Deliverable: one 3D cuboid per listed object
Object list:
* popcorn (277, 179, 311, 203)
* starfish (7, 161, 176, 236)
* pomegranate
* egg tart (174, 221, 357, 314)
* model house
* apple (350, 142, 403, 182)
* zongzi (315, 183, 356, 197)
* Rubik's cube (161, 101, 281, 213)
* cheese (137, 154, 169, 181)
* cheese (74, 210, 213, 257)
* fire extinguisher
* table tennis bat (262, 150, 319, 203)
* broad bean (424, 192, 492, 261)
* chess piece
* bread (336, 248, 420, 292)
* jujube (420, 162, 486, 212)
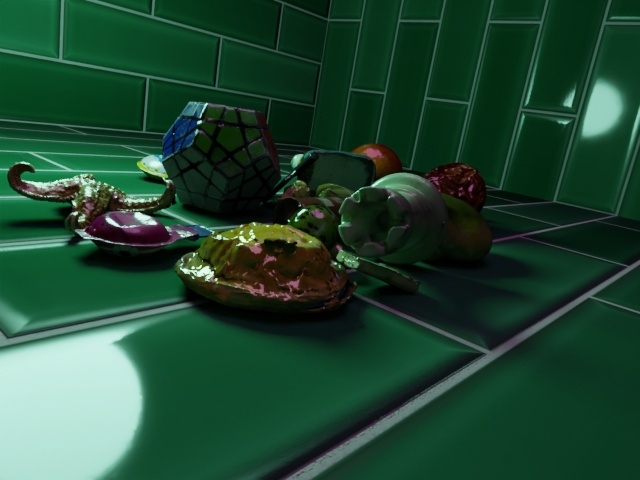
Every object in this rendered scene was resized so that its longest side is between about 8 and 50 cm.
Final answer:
[{"bbox_3d":[-0.072,-0.117,1.430,0.097,0.089,0.109,-40,22,-20],"label":"popcorn"},{"bbox_3d":[-0.439,-0.087,1.022,0.304,0.112,0.312,9,11,0],"label":"starfish"},{"bbox_3d":[0.000,0.000,0.974,0.161,0.122,0.122,41,19,5],"label":"pomegranate"},{"bbox_3d":[-0.075,0.029,0.792,0.291,0.106,0.291,8,15,-2],"label":"egg tart"},{"bbox_3d":[0.014,-0.208,1.674,0.253,0.184,0.291,0,12,-19],"label":"model house"},{"bbox_3d":[0.184,-0.239,1.810,0.202,0.218,0.218,-6,19,-26],"label":"apple"},{"bbox_3d":[0.090,-0.102,1.453,0.205,0.094,0.205,11,13,-9],"label":"zongzi"},{"bbox_3d":[-0.256,-0.218,1.323,0.264,0.318,0.319,33,-3,-38],"label":"Rubik's cube"},{"bbox_3d":[-0.474,-0.211,1.574,0.157,0.064,0.250,-7,33,-45],"label":"cheese"},{"bbox_3d":[-0.302,-0.012,0.897,0.244,0.062,0.155,-3,20,-45],"label":"cheese"},{"bbox_3d":[0.051,-0.070,1.184,0.106,0.147,0.337,35,28,34],"label":"fire extinguisher"},{"bbox_3d":[-0.091,-0.182,1.465,0.027,0.236,0.150,48,38,-9],"label":"table tennis bat"},{"bbox_3d":[0.294,-0.031,1.212,0.238,0.119,0.291,32,28,22],"label":"broad bean"},{"bbox_3d":[0.133,-0.038,0.963,0.195,0.194,0.299,14,8,19],"label":"chess piece"},{"bbox_3d":[0.102,0.054,0.885,0.154,0.028,0.068,23,3,-35],"label":"bread"},{"bbox_3d":[0.372,-0.131,1.548,0.216,0.216,0.342,21,24,40],"label":"jujube"}]
